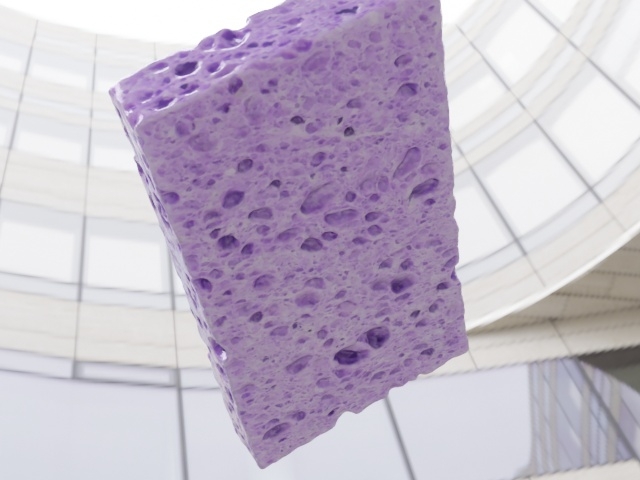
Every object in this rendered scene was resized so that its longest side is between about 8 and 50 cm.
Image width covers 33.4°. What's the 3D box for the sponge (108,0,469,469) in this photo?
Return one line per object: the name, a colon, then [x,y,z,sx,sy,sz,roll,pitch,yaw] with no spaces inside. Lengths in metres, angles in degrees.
sponge: [0.000,0.000,0.433,0.117,0.031,0.210,-27,-42,-14]
